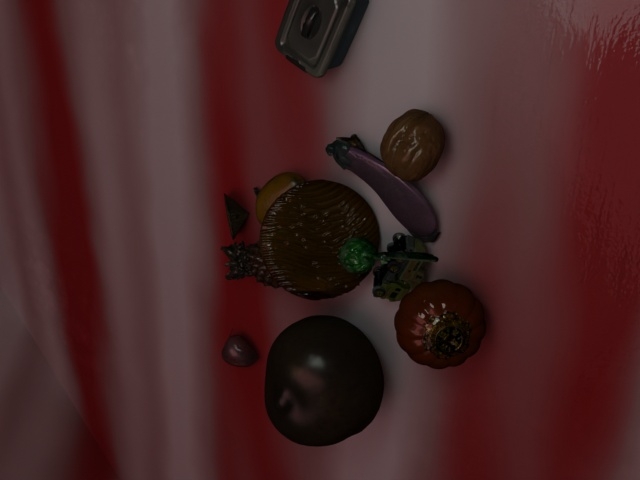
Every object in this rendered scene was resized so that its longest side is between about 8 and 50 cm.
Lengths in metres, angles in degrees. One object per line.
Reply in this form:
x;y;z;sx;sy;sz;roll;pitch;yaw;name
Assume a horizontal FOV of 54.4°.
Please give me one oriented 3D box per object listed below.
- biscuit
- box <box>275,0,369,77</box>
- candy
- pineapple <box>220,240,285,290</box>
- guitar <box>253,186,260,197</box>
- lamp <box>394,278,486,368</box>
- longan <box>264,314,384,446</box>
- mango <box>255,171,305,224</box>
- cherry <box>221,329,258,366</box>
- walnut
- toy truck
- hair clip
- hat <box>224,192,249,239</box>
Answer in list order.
0.000;0.000;1.614;0.040;0.318;0.318;-139;33;-77;biscuit
0.003;-0.519;1.477;0.162;0.130;0.227;39;128;17;box
0.156;0.038;1.471;0.323;0.097;0.097;0;109;55;candy
-0.161;0.067;1.792;0.361;0.175;0.175;-13;100;44;pineapple
-0.150;-0.049;1.847;0.088;0.025;0.233;-18;97;37;guitar
0.289;0.203;1.509;0.223;0.196;0.223;0;104;-2;lamp
0.003;0.384;1.713;0.361;0.361;0.361;14;116;32;longan
-0.105;-0.111;1.746;0.195;0.098;0.137;-42;78;32;mango
-0.274;0.367;2.068;0.126;0.087;0.106;20;123;33;cherry
0.213;-0.219;1.436;0.166;0.149;0.166;-18;68;53;walnut
0.211;0.073;1.580;0.116;0.085;0.191;18;129;-10;toy truck
0.166;-0.136;1.542;0.358;0.095;0.110;47;112;8;hair clip
-0.248;-0.078;1.892;0.146;0.067;0.146;169;90;-80;hat
